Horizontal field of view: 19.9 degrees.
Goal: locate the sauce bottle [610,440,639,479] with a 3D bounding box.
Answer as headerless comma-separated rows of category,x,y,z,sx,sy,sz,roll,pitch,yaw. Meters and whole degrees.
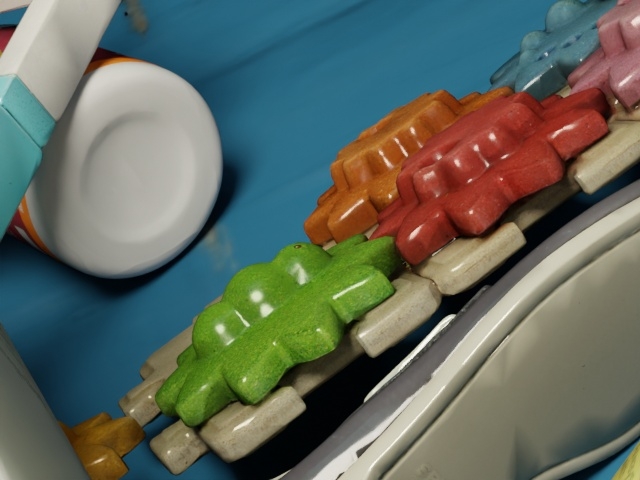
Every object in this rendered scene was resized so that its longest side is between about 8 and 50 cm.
sauce bottle,0.121,0.025,0.286,0.111,0.111,0.344,-93,25,-53

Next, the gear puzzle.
gear puzzle,0.000,0.000,0.589,0.339,0.044,0.175,-36,11,-9

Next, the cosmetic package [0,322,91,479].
cosmetic package,-0.148,0.098,0.388,0.217,0.156,0.385,-34,61,-6

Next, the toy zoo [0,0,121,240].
toy zoo,-0.180,-0.031,0.695,0.192,0.030,0.293,-9,46,36

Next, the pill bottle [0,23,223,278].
pill bottle,-0.114,-0.042,0.749,0.086,0.086,0.152,-44,35,-19

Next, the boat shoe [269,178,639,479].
boat shoe,0.039,0.044,0.531,0.206,0.075,0.065,-42,38,-9
